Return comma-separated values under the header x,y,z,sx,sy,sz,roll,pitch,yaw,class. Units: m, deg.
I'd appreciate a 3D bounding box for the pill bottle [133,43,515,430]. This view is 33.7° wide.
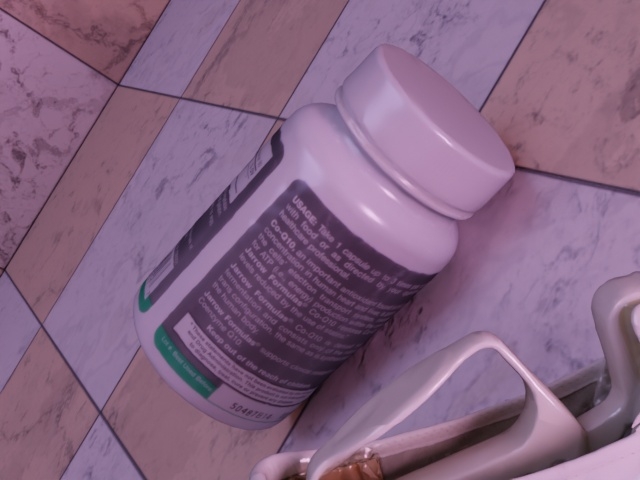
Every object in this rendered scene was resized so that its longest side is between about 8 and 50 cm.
x,y,z,sx,sy,sz,roll,pitch,yaw,class
0.000,0.000,1.020,0.361,0.204,0.204,-46,29,23,pill bottle

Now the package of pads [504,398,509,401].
x,y,z,sx,sy,sz,roll,pitch,yaw,class
0.161,0.146,0.777,0.083,0.032,0.050,-2,61,59,package of pads

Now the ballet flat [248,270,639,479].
x,y,z,sx,sy,sz,roll,pitch,yaw,class
0.142,0.094,0.567,0.400,0.139,0.139,-25,31,2,ballet flat
